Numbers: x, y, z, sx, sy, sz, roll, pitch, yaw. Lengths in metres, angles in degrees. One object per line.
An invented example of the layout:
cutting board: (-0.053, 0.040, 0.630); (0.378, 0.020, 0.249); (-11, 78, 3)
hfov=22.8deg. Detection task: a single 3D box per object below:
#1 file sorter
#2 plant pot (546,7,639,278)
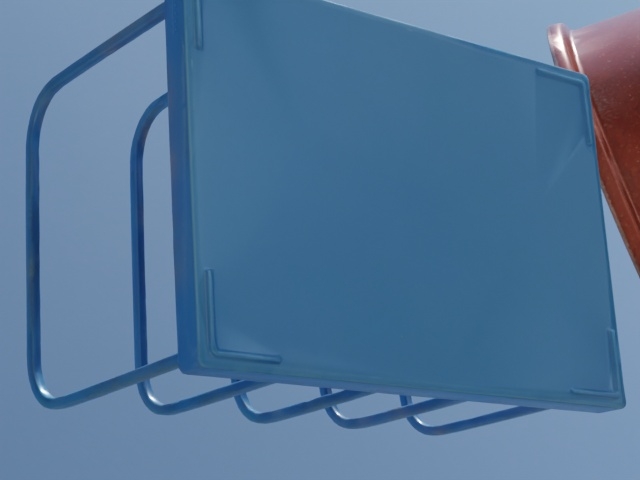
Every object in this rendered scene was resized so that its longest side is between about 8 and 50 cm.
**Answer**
file sorter: (0.000, 0.000, 0.521); (0.170, 0.104, 0.118); (9, -110, -37)
plant pot: (0.296, -0.047, 0.841); (0.265, 0.272, 0.272); (-25, -58, 15)
